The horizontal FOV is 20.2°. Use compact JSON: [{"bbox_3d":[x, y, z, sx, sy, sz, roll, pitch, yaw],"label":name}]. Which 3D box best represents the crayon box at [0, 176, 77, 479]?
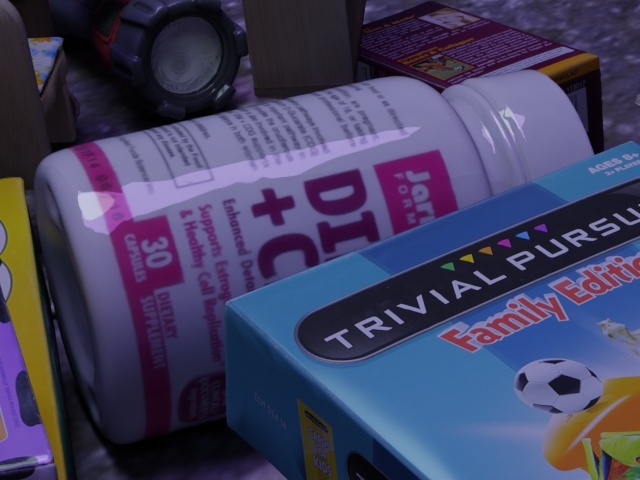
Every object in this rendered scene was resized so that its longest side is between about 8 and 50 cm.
[{"bbox_3d":[-0.283,0.104,0.891,0.313,0.106,0.363,-9,27,-8],"label":"crayon box"}]

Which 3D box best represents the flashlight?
[{"bbox_3d":[-0.164,-0.181,1.486,0.103,0.103,0.304,-21,24,-19],"label":"flashlight"}]

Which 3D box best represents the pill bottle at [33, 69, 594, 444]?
[{"bbox_3d":[0.000,0.000,0.977,0.283,0.160,0.160,-14,26,-16],"label":"pill bottle"}]

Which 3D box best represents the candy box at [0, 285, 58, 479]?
[{"bbox_3d":[-0.209,0.091,0.709,0.196,0.070,0.165,-12,30,-12],"label":"candy box"}]

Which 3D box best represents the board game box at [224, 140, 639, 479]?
[{"bbox_3d":[0.154,0.093,0.774,0.254,0.079,0.336,-21,40,-29],"label":"board game box"}]

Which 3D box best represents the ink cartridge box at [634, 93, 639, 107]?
[{"bbox_3d":[0.366,-0.022,0.971,0.272,0.130,0.309,-19,28,-22],"label":"ink cartridge box"}]

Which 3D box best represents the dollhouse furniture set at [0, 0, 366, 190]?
[{"bbox_3d":[-0.177,-0.237,1.208,0.394,0.256,0.362,-1,35,7],"label":"dollhouse furniture set"}]

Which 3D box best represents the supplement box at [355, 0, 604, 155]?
[{"bbox_3d":[0.097,-0.100,1.257,0.104,0.081,0.188,-22,30,-28],"label":"supplement box"}]

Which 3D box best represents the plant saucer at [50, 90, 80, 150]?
[{"bbox_3d":[-0.279,-0.081,1.343,0.199,0.036,0.198,1,24,0],"label":"plant saucer"}]

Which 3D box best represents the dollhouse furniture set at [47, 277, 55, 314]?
[{"bbox_3d":[-0.177,0.006,1.107,0.152,0.076,0.058,-1,25,9],"label":"dollhouse furniture set"}]
